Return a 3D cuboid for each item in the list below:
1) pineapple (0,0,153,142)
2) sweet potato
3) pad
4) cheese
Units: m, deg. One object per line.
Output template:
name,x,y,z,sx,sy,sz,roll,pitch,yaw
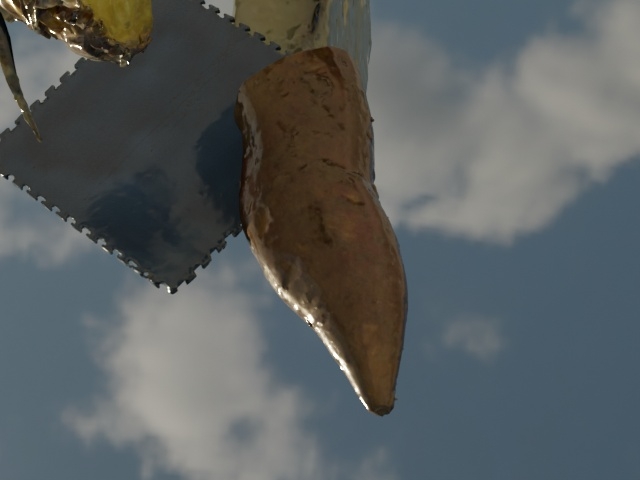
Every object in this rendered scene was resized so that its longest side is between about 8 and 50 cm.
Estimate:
pineapple,-0.215,-0.248,1.310,0.161,0.334,0.158,3,-161,30
sweet potato,0.001,-0.002,1.684,0.131,0.131,0.336,-2,-121,-14
pad,-0.139,-0.103,1.844,0.269,0.012,0.270,35,-111,29
cheese,-0.025,-0.196,2.046,0.115,0.326,0.318,3,-154,12
